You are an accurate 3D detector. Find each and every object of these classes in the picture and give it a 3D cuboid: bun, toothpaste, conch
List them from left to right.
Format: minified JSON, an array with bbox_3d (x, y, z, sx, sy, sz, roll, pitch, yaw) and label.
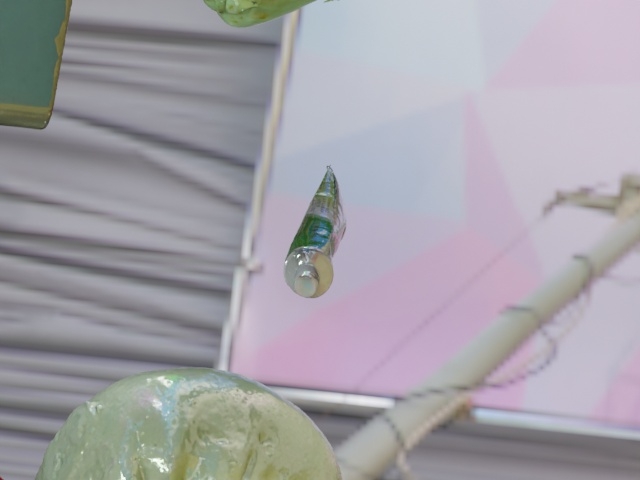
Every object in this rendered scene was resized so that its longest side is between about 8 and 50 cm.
[{"bbox_3d":[-0.114,0.265,1.634,0.187,0.293,0.293,-109,19,-65],"label":"bun"},{"bbox_3d":[-0.034,-0.239,1.546,0.170,0.079,0.106,-17,-51,-37],"label":"conch"},{"bbox_3d":[0.000,0.000,1.769,0.248,0.046,0.078,-71,-28,-68],"label":"toothpaste"}]

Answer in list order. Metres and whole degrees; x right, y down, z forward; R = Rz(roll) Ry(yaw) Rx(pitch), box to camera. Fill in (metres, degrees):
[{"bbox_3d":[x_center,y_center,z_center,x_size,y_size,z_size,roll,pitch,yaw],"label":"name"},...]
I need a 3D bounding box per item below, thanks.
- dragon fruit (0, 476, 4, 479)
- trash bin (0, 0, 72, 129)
[{"bbox_3d":[-0.476,0.235,1.627,0.249,0.371,0.386,-112,-3,-74],"label":"dragon fruit"},{"bbox_3d":[-0.251,-0.156,0.945,0.122,0.240,0.164,-135,54,-65],"label":"trash bin"}]
